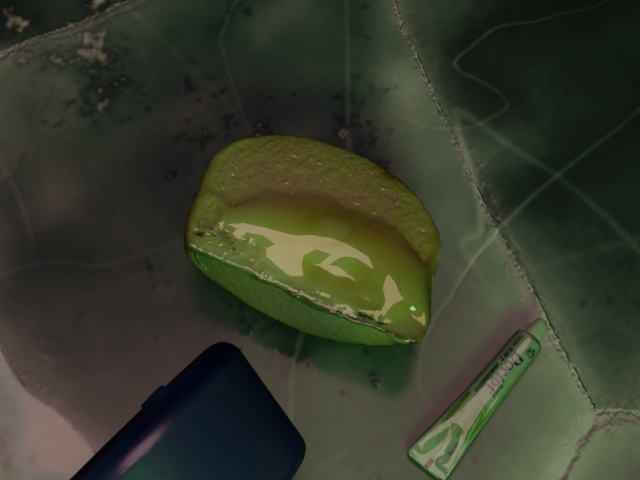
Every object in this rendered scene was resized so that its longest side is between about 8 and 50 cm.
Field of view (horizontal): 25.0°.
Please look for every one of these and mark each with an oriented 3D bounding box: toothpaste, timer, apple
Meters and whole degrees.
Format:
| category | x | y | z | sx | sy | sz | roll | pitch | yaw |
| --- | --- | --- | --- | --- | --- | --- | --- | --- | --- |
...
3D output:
| category | x | y | z | sx | sy | sz | roll | pitch | yaw |
| --- | --- | --- | --- | --- | --- | --- | --- | --- | --- |
| toothpaste | 0.166 | 0.155 | 1.461 | 0.048 | 0.029 | 0.197 | 39 | 77 | 12 |
| timer | -0.053 | 0.311 | 1.307 | 0.383 | 0.270 | 0.270 | 45 | 75 | -2 |
| apple | 0.000 | 0.000 | 1.468 | 0.264 | 0.120 | 0.193 | 23 | 58 | 4 |
